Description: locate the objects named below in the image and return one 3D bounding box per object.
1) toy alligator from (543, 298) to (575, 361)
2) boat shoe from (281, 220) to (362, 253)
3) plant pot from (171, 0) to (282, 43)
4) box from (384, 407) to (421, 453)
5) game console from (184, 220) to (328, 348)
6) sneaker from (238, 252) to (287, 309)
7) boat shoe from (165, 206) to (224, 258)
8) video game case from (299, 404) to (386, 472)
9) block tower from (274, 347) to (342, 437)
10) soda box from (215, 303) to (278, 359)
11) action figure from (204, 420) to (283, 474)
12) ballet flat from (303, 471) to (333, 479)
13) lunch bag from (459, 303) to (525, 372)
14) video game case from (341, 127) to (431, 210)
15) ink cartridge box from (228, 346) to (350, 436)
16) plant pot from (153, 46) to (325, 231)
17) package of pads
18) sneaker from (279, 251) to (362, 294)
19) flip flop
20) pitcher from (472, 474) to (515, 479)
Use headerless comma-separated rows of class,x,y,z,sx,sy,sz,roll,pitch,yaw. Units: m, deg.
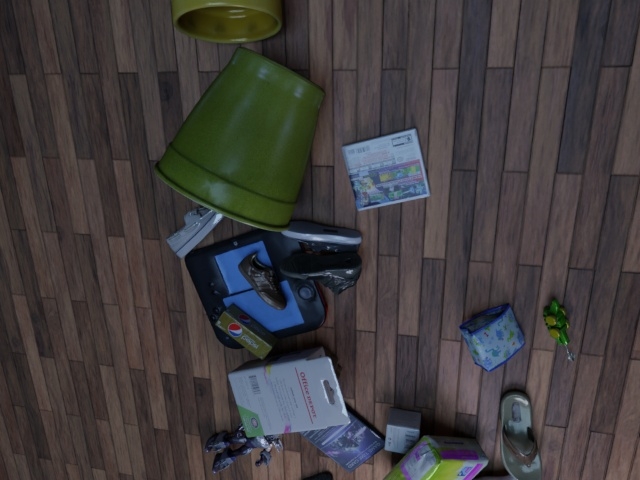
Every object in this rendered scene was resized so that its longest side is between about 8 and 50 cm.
toy alligator,0.636,0.240,1.368,0.051,0.056,0.189,3,119,59
boat shoe,0.000,0.000,1.424,0.229,0.080,0.076,6,118,-5
plant pot,-0.220,-0.619,1.185,0.254,0.254,0.238,-1,94,15
box,0.255,0.588,1.567,0.102,0.087,0.101,7,111,13
game console,-0.194,0.146,1.541,0.387,0.060,0.341,-17,104,19
sneaker,-0.156,0.118,1.464,0.188,0.066,0.071,45,110,1
boat shoe,-0.359,-0.054,1.497,0.088,0.096,0.268,46,122,-9
video game case,0.056,0.625,1.660,0.274,0.026,0.196,40,114,-6
block tower,-0.067,0.491,1.613,0.091,0.097,0.335,42,115,-2
soda box,-0.221,0.275,1.533,0.181,0.058,0.061,36,113,1
action figure,-0.251,0.694,1.733,0.285,0.099,0.185,-25,96,18
ballet flat,-0.027,0.852,1.755,0.173,0.049,0.057,-38,96,23
lunch bag,0.477,0.262,1.392,0.151,0.096,0.128,-28,102,-8
video game case,0.174,-0.185,1.347,0.202,0.023,0.183,-11,106,17
ink cartridge box,-0.074,0.437,1.482,0.354,0.119,0.207,-16,90,27
plant pot,-0.165,-0.262,1.255,0.367,0.366,0.352,29,102,3
package of pads,0.326,0.714,1.532,0.229,0.101,0.296,17,118,-33
sneaker,0.002,0.098,1.427,0.228,0.087,0.130,-3,137,1
flip flop,0.577,0.574,1.460,0.113,0.080,0.276,-5,94,9
pitcher,0.542,0.799,1.536,0.207,0.125,0.177,-32,67,17
